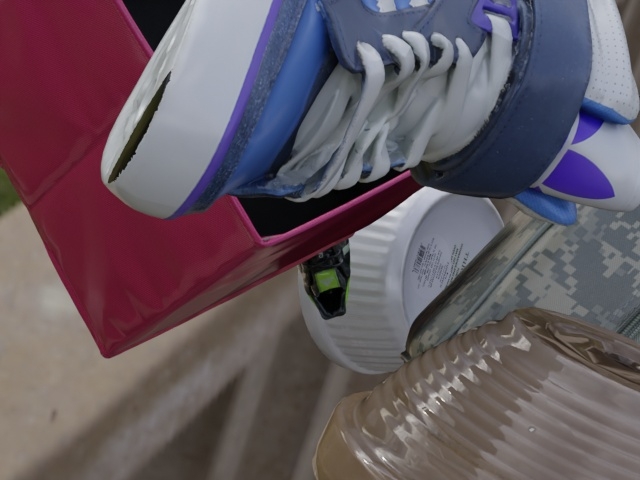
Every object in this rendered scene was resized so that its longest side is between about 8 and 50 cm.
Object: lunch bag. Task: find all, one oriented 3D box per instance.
[{"bbox_3d":[0.210,0.093,1.367,0.256,0.212,0.305,45,-2,1],"label":"lunch bag"}]

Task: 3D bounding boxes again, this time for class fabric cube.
[{"bbox_3d":[-0.064,-0.109,1.390,0.254,0.258,0.259,-28,86,-33],"label":"fabric cube"}]

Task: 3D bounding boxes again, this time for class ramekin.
[{"bbox_3d":[0.087,0.029,1.873,0.109,0.207,0.207,8,16,42],"label":"ramekin"}]

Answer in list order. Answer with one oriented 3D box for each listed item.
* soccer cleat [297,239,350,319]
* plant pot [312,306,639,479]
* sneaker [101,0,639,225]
[{"bbox_3d":[0.000,0.000,1.666,0.060,0.179,0.072,-14,56,2],"label":"soccer cleat"},{"bbox_3d":[0.125,0.105,0.961,0.237,0.109,0.237,23,11,-5],"label":"plant pot"},{"bbox_3d":[0.053,-0.069,0.906,0.236,0.130,0.323,30,32,-6],"label":"sneaker"}]
